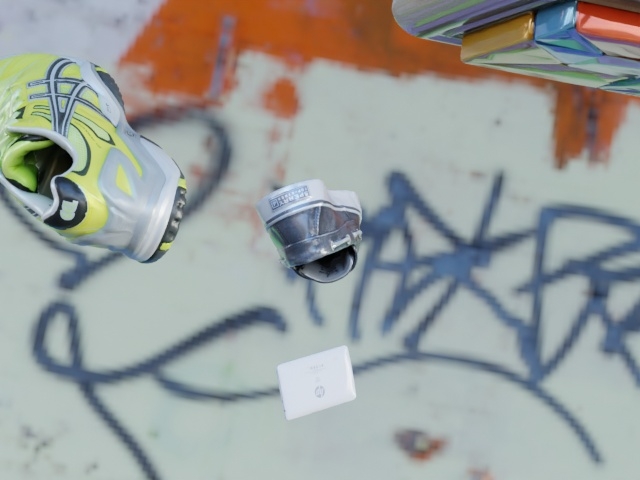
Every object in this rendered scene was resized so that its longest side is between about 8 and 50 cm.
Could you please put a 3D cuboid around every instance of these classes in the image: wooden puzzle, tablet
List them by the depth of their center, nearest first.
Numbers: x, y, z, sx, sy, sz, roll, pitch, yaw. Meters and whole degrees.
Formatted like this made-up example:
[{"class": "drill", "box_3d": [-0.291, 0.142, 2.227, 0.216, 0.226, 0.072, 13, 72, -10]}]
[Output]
[{"class": "wooden puzzle", "box_3d": [0.189, -0.126, 1.246, 0.239, 0.044, 0.221, 14, -7, -20]}, {"class": "tablet", "box_3d": [-0.004, 0.135, 1.849, 0.083, 0.054, 0.006, -14, 8, -33]}]

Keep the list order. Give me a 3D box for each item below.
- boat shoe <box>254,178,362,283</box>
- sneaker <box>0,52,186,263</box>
[{"class": "boat shoe", "box_3d": [0.000, 0.000, 2.211, 0.108, 0.102, 0.301, -21, -7, 4]}, {"class": "sneaker", "box_3d": [-0.284, -0.111, 2.053, 0.147, 0.145, 0.385, 12, 16, -40]}]
